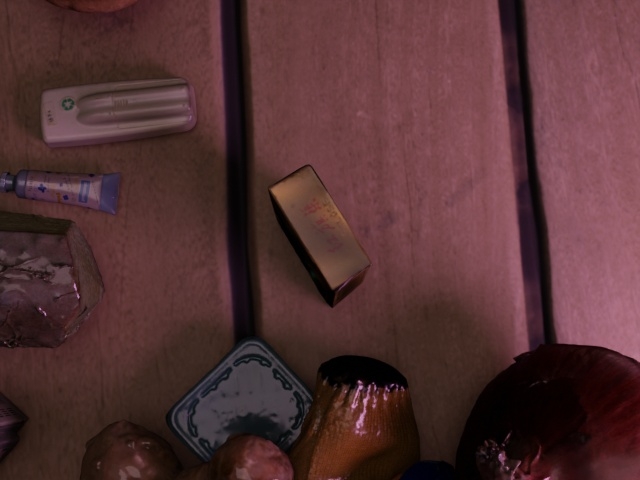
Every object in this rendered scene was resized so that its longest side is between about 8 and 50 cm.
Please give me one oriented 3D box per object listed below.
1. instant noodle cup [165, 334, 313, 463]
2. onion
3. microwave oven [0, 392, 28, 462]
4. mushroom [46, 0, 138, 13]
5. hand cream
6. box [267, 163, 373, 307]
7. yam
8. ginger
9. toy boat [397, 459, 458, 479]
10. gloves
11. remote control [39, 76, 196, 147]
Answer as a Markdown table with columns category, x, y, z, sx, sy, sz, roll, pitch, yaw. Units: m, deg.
| category | x | y | z | sx | sy | sz | roll | pitch | yaw |
| --- | --- | --- | --- | --- | --- | --- | --- | --- | --- |
| instant noodle cup | -0.104 | 0.243 | 1.269 | 0.179 | 0.070 | 0.157 | -43 | 85 | -6 |
| onion | 0.295 | 0.299 | 1.121 | 0.285 | 0.347 | 0.347 | 11 | 80 | -40 |
| microwave oven | -0.518 | 0.245 | 1.185 | 0.194 | 0.240 | 0.145 | 44 | 84 | 6 |
| mushroom | -0.332 | -0.459 | 1.331 | 0.278 | 0.146 | 0.278 | -2 | 75 | 8 |
| hand cream | -0.383 | -0.077 | 1.329 | 0.171 | 0.043 | 0.065 | 6 | 88 | -4 |
| box | 0.000 | 0.000 | 1.215 | 0.071 | 0.240 | 0.159 | -33 | 83 | -5 |
| yam | -0.445 | 0.052 | 1.244 | 0.271 | 0.202 | 0.201 | -2 | 104 | -1 |
| ginger | -0.168 | 0.349 | 1.174 | 0.304 | 0.155 | 0.244 | -6 | 98 | 24 |
| toy boat | 0.116 | 0.432 | 1.144 | 0.072 | 0.219 | 0.318 | 12 | 108 | 30 |
| gloves | 0.043 | 0.332 | 1.206 | 0.155 | 0.203 | 0.356 | -2 | 86 | 38 |
| remote control | -0.301 | -0.194 | 1.340 | 0.230 | 0.049 | 0.090 | -7 | 80 | 1 |
